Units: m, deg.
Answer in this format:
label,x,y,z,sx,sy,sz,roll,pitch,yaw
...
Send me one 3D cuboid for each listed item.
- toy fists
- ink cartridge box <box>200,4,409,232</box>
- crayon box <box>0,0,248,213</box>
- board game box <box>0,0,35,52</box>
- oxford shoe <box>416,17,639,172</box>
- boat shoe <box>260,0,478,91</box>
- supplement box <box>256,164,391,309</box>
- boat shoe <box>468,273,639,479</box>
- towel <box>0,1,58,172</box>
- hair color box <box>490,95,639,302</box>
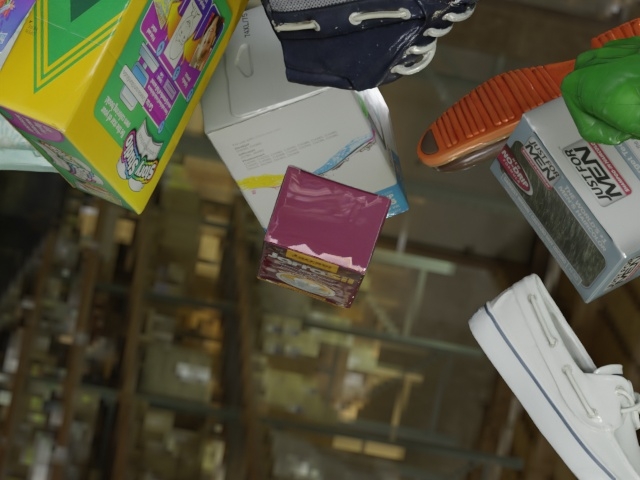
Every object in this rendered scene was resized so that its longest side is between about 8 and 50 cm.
label,x,y,z,sx,sy,sz,roll,pitch,yaw
toy fists,0.328,-0.127,1.443,0.142,0.279,0.096,25,-58,56
ink cartridge box,-0.026,-0.160,2.333,0.270,0.197,0.198,59,16,-49
crayon box,-0.213,-0.224,1.961,0.313,0.106,0.363,-63,168,-9
board game box,-0.424,-0.299,1.541,0.078,0.233,0.347,-56,159,1
oxford shoe,0.299,-0.147,2.150,0.130,0.363,0.133,-99,165,-57
boat shoe,0.102,-0.233,1.684,0.127,0.340,0.158,-60,144,-50
supplement box,0.000,0.000,1.713,0.188,0.104,0.081,107,2,-77
boat shoe,0.230,0.140,1.503,0.084,0.258,0.095,-42,161,13
towel,-0.450,-0.252,2.167,0.090,0.374,0.321,-78,172,-80
hair color box,0.390,-0.101,1.886,0.185,0.374,0.113,56,-28,17
